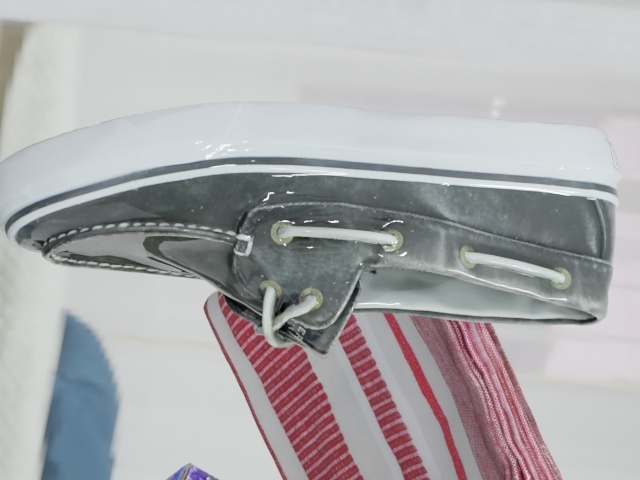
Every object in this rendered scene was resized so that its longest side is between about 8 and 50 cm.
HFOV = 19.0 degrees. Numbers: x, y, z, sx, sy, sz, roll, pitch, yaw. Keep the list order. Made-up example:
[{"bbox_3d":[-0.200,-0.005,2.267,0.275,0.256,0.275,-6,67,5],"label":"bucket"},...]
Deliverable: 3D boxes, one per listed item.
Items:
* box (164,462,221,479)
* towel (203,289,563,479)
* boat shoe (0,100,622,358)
[{"bbox_3d":[-0.024,0.261,0.651,0.290,0.279,0.177,-40,-157,47],"label":"box"},{"bbox_3d":[0.026,0.102,1.275,0.037,0.329,0.237,-22,84,-29],"label":"towel"},{"bbox_3d":[0.000,0.000,0.986,0.121,0.335,0.119,115,-28,-73],"label":"boat shoe"}]
